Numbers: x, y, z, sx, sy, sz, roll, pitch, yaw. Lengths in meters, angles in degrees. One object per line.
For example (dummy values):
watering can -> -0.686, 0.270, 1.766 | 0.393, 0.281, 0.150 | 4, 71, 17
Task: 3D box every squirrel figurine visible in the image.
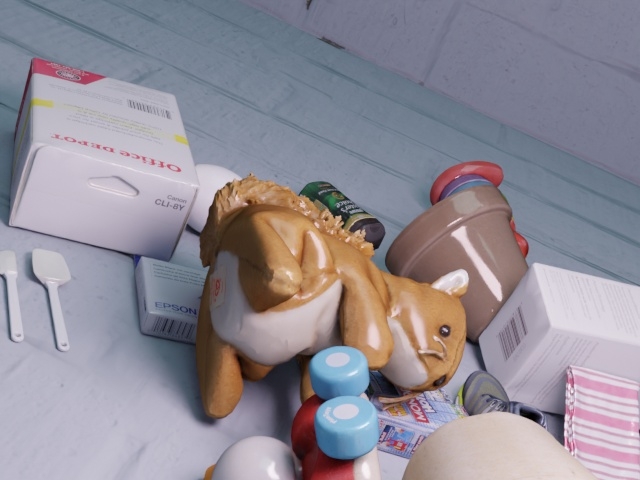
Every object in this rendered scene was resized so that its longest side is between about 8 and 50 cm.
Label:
squirrel figurine -> 0.023, 0.067, 1.454 | 0.370, 0.281, 0.397 | 8, 33, -23

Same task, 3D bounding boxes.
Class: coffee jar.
coffee jar -> 0.041, -0.044, 2.056 | 0.184, 0.079, 0.096 | 39, 27, 30

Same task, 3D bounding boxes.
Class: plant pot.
plant pot -> 0.221, 0.354, 1.141 | 0.333, 0.334, 0.305 | 21, 13, -9
plant pot -> 0.290, 0.062, 1.907 | 0.263, 0.263, 0.229 | -6, 55, -49

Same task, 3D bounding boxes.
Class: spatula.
spatula -> -0.431, 0.073, 1.433 | 0.168, 0.019, 0.242 | 12, 26, -28

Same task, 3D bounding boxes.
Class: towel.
towel -> 0.458, 0.307, 1.629 | 0.144, 0.029, 0.197 | 15, 67, -22

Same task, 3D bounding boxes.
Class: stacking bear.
stacking bear -> 0.368, -0.031, 2.259 | 0.164, 0.175, 0.289 | 13, 33, -30

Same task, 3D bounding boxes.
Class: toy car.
toy car -> -0.045, 0.274, 1.220 | 0.237, 0.219, 0.210 | -7, 27, 0

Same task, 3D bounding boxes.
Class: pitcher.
pitcher -> -0.159, -0.052, 1.857 | 0.207, 0.125, 0.178 | 32, 2, -8

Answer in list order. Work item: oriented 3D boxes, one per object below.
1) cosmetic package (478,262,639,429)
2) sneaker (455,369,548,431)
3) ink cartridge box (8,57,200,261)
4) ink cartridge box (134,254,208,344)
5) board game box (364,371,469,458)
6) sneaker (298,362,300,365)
cosmetic package -> 0.503, 0.195, 1.761 | 0.384, 0.217, 0.156 | 13, 41, -18
sneaker -> 0.291, 0.285, 1.543 | 0.111, 0.121, 0.300 | 17, 24, -17
ink cartridge box -> -0.385, -0.148, 1.764 | 0.279, 0.160, 0.385 | 14, 25, -22
ink cartridge box -> -0.180, 0.090, 1.602 | 0.223, 0.045, 0.224 | 14, 25, -22
board game box -> 0.123, 0.258, 1.520 | 0.194, 0.060, 0.194 | 13, 26, -26
sneaker -> -0.010, 0.190, 1.566 | 0.031, 0.035, 0.083 | 13, 26, -26
